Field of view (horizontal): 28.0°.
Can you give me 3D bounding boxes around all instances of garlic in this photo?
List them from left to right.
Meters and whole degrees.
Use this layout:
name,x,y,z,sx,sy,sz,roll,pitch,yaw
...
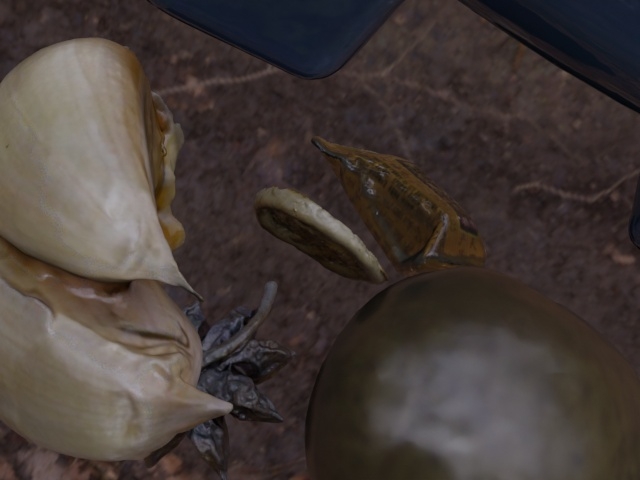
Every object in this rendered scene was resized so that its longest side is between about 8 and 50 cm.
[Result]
name,x,y,z,sx,sy,sz,roll,pitch,yaw
garlic,-0.179,0.007,1.008,0.249,0.286,0.313,30,23,-18

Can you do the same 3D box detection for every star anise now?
name,x,y,z,sx,sy,sz,roll,pitch,yaw
star anise,-0.126,0.145,1.465,0.230,0.081,0.262,21,70,37

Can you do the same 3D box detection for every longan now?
name,x,y,z,sx,sy,sz,roll,pitch,yaw
longan,0.142,0.177,1.128,0.350,0.288,0.288,20,59,-35

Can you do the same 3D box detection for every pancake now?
name,x,y,z,sx,sy,sz,roll,pitch,yaw
pancake,0.001,-0.001,1.215,0.151,0.151,0.025,33,74,-4

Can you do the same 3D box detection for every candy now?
name,x,y,z,sx,sy,sz,roll,pitch,yaw
candy,0.099,-0.045,1.612,0.143,0.101,0.271,13,28,-46

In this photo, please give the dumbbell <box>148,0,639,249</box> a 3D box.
name,x,y,z,sx,sy,sz,roll,pitch,yaw
dumbbell,0.092,-0.075,0.396,0.316,0.143,0.156,26,70,-29
